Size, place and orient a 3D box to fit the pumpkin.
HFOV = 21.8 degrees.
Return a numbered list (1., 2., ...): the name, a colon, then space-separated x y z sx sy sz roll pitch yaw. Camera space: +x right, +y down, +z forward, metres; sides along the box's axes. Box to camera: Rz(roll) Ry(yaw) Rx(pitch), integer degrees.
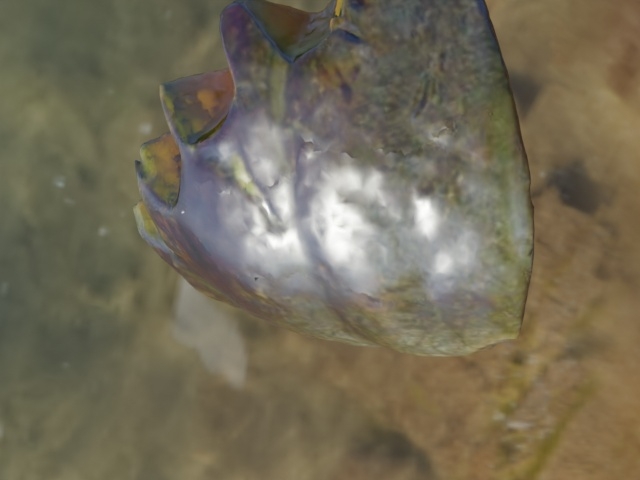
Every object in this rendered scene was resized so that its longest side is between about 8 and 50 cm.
1. pumpkin: 0.000 0.000 0.731 0.254 0.131 0.149 105 147 -55
